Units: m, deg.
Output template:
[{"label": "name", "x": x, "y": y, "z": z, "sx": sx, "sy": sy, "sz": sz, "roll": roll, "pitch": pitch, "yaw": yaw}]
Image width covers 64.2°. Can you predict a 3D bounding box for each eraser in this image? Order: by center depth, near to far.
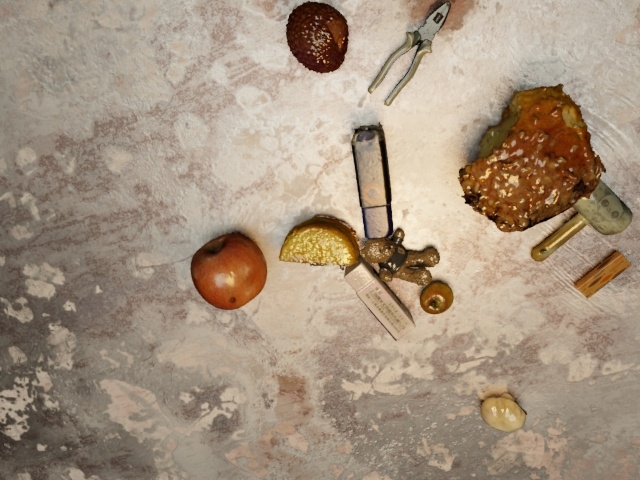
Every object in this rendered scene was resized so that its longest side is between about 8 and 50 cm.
[{"label": "eraser", "x": 0.162, "y": -0.183, "z": 1.553, "sx": 0.101, "sy": 0.155, "sz": 0.333, "roll": -5, "pitch": 110, "yaw": 10}, {"label": "eraser", "x": 0.192, "y": 0.184, "z": 1.688, "sx": 0.086, "sy": 0.130, "sz": 0.287, "roll": -37, "pitch": 101, "yaw": 14}]

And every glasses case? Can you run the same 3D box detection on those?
[{"label": "glasses case", "x": 0.900, "y": 0.108, "z": 1.636, "sx": 0.064, "sy": 0.041, "sz": 0.170, "roll": 38, "pitch": 108, "yaw": -20}]

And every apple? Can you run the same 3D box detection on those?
[{"label": "apple", "x": -0.290, "y": 0.107, "z": 1.645, "sx": 0.253, "sy": 0.253, "sz": 0.254, "roll": 2, "pitch": 109, "yaw": 5}, {"label": "apple", "x": 0.385, "y": 0.191, "z": 1.688, "sx": 0.099, "sy": 0.102, "sz": 0.114, "roll": 37, "pitch": 117, "yaw": 6}]

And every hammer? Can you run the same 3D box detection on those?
[{"label": "hammer", "x": 0.774, "y": -0.041, "z": 1.575, "sx": 0.202, "sy": 0.113, "sz": 0.305, "roll": 42, "pitch": 116, "yaw": -6}]

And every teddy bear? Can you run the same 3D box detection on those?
[{"label": "teddy bear", "x": 0.247, "y": 0.066, "z": 1.648, "sx": 0.251, "sy": 0.182, "sz": 0.129, "roll": 26, "pitch": 146, "yaw": -5}]

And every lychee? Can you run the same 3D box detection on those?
[{"label": "lychee", "x": -0.016, "y": -0.570, "z": 1.428, "sx": 0.187, "sy": 0.188, "sz": 0.188, "roll": 2, "pitch": 109, "yaw": 5}]

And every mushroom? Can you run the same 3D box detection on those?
[{"label": "mushroom", "x": 0.643, "y": 0.601, "z": 1.797, "sx": 0.154, "sy": 0.123, "sz": 0.154, "roll": 18, "pitch": 147, "yaw": 12}]

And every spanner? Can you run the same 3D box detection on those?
[{"label": "spanner", "x": 0.263, "y": -0.544, "z": 1.475, "sx": 0.095, "sy": 0.040, "sz": 0.325, "roll": 36, "pitch": 110, "yaw": -8}]

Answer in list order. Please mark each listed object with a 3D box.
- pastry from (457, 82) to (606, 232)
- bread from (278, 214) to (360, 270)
[{"label": "pastry", "x": 0.595, "y": -0.208, "z": 1.427, "sx": 0.337, "sy": 0.292, "sz": 0.405, "roll": 33, "pitch": 93, "yaw": -5}, {"label": "bread", "x": -0.004, "y": -0.001, "z": 1.631, "sx": 0.260, "sy": 0.160, "sz": 0.147, "roll": 5, "pitch": 103, "yaw": 10}]
